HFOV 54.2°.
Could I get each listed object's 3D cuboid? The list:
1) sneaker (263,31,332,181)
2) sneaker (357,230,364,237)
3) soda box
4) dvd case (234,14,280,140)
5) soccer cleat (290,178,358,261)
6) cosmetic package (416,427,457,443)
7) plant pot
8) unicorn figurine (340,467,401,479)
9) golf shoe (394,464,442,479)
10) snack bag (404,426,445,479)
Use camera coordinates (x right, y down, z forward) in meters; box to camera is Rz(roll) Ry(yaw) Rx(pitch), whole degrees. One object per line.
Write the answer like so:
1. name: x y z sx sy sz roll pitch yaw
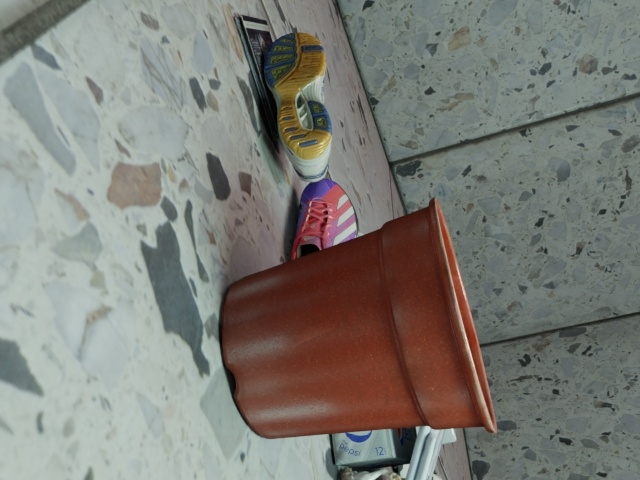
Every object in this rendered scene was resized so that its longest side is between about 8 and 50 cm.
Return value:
1. sneaker: -0.040 -0.239 1.122 0.131 0.112 0.296 86 1 -60
2. sneaker: 0.080 0.085 1.343 0.092 0.088 0.228 14 55 -67
3. soda box: 0.102 0.346 1.097 0.286 0.098 0.091 48 32 -63
4. dvd case: -0.095 -0.302 1.163 0.164 0.018 0.221 -56 131 -71
5. soccer cleat: 0.000 0.000 1.052 0.116 0.109 0.318 54 27 -48
6. cosmetic package: 0.267 0.398 1.631 0.225 0.138 0.223 19 58 -76
7. plant pot: 0.043 0.113 0.747 0.272 0.265 0.272 -14 90 -76
8. unicorn figurine: 0.066 0.383 0.943 0.162 0.111 0.060 -20 106 -62
9. golf shoe: 0.224 0.530 1.414 0.077 0.094 0.198 -86 155 -51
10. snack bag: 0.181 0.422 1.100 0.342 0.037 0.322 -7 112 -70
